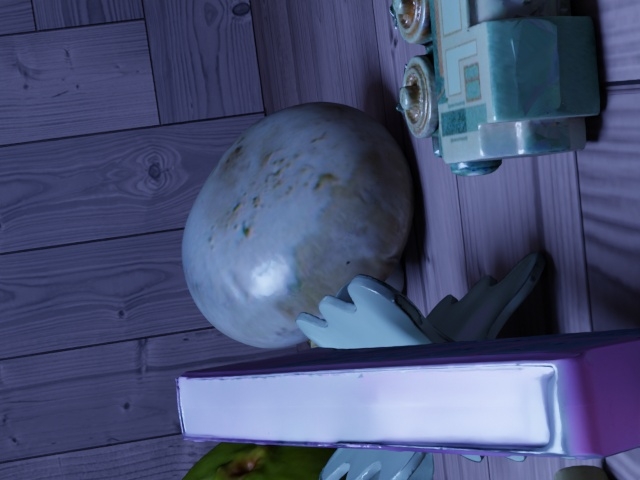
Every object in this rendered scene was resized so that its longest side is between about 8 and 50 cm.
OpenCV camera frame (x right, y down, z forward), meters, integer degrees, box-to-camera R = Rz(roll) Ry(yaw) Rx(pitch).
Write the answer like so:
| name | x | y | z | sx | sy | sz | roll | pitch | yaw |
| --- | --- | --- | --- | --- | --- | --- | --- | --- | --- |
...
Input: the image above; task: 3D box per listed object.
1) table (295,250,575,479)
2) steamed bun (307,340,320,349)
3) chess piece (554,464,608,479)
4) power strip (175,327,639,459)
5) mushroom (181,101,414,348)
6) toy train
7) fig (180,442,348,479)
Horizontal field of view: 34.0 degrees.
| name | x | y | z | sx | sy | sz | roll | pitch | yaw |
| --- | --- | --- | --- | --- | --- | --- | --- | --- | --- |
| table | 0.066 | 0.088 | 0.665 | 0.198 | 0.166 | 0.166 | 137 | 125 | -72 |
| steamed bun | 0.021 | 0.167 | 1.298 | 0.192 | 0.106 | 0.177 | -116 | 17 | -65 |
| chess piece | 0.138 | 0.196 | 0.498 | 0.200 | 0.090 | 0.090 | -85 | -9 | -66 |
| power strip | 0.045 | 0.065 | 0.460 | 0.279 | 0.109 | 0.037 | -11 | 85 | 51 |
| mushroom | 0.000 | 0.000 | 0.996 | 0.243 | 0.243 | 0.243 | 172 | 90 | -83 |
| toy train | 0.085 | -0.131 | 0.535 | 0.125 | 0.081 | 0.194 | -176 | 80 | -73 |
| fig | -0.012 | 0.354 | 1.127 | 0.316 | 0.316 | 0.316 | 172 | 90 | -83 |
